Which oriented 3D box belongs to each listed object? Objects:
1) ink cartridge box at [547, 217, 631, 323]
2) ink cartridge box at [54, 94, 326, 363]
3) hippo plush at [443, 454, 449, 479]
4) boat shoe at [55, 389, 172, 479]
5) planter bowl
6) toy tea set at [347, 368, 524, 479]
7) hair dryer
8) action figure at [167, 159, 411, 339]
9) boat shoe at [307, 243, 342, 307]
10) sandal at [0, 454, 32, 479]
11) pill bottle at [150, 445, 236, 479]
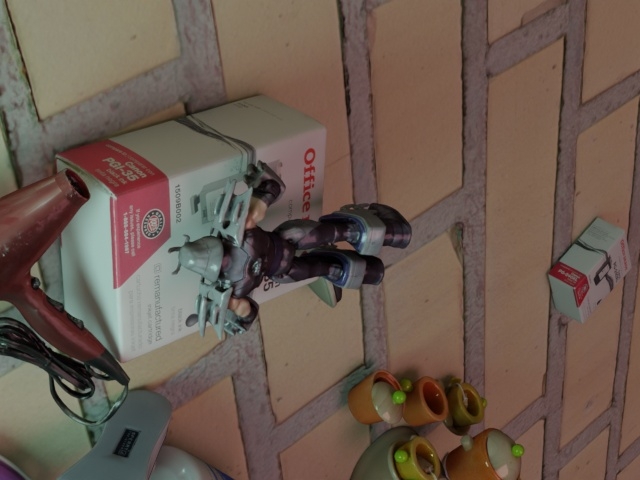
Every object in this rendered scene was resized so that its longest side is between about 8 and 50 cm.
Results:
[{"bbox_3d":[0.473,0.052,1.961,0.150,0.063,0.109,-45,139,-17],"label":"ink cartridge box"},{"bbox_3d":[-0.134,-0.022,1.220,0.283,0.117,0.207,-22,128,-37],"label":"ink cartridge box"},{"bbox_3d":[0.205,0.569,1.858,0.294,0.237,0.234,-32,133,-30],"label":"hippo plush"},{"bbox_3d":[-0.232,0.274,1.254,0.258,0.095,0.084,-55,162,-57],"label":"boat shoe"},{"bbox_3d":[0.138,0.391,1.779,0.162,0.109,0.162,-26,129,-36],"label":"planter bowl"},{"bbox_3d":[0.191,0.281,1.691,0.124,0.200,0.336,-30,152,33],"label":"toy tea set"},{"bbox_3d":[-0.285,0.054,1.094,0.224,0.080,0.293,5,123,-23],"label":"hair dryer"},{"bbox_3d":[-0.043,0.013,1.174,0.285,0.099,0.185,-2,122,-42],"label":"action figure"},{"bbox_3d":[0.000,0.000,1.413,0.065,0.075,0.206,-38,132,-20],"label":"boat shoe"},{"bbox_3d":[-0.322,0.333,1.217,0.416,0.102,0.169,51,49,-54],"label":"sandal"},{"bbox_3d":[-0.144,0.374,1.429,0.152,0.152,0.272,-54,140,-8],"label":"pill bottle"}]
